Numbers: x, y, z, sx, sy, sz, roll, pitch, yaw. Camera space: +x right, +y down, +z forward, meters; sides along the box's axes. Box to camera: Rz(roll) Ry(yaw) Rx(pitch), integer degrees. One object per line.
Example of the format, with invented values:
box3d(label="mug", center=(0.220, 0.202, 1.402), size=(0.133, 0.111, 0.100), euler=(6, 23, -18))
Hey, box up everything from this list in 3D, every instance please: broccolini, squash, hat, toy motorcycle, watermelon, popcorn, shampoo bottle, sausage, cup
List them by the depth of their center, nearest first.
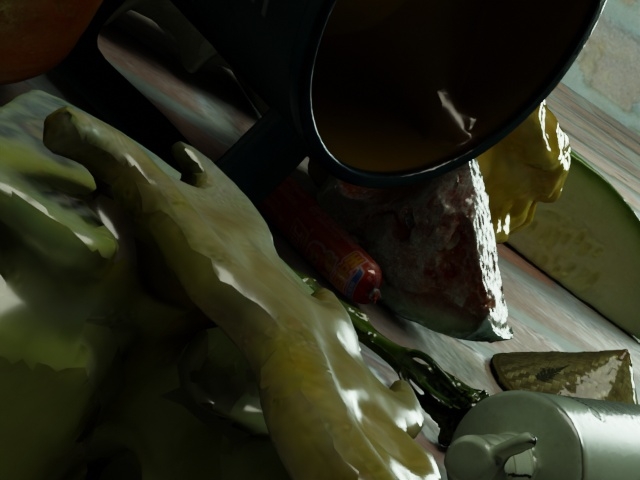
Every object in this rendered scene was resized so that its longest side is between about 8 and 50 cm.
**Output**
box3d(label="toy motorcycle", center=(-0.081, 0.050, 0.553), size=(0.410, 0.169, 0.237), euler=(38, 16, 8))
box3d(label="shampoo bottle", center=(0.145, 0.130, 1.002), size=(0.085, 0.085, 0.262), euler=(45, 17, 30))
box3d(label="broccolini", center=(0.029, 0.053, 1.069), size=(0.218, 0.042, 0.044), euler=(41, 14, 24))
box3d(label="cup", center=(-0.005, -0.190, 1.148), size=(0.242, 0.308, 0.292), euler=(-4, 40, -43))
box3d(label="sausage", center=(0.000, 0.000, 1.180), size=(0.129, 0.034, 0.034), euler=(46, 17, 32))
box3d(label="watermelon", center=(0.061, -0.010, 1.195), size=(0.071, 0.139, 0.187), euler=(-23, 54, -40))
box3d(label="hat", center=(0.197, 0.102, 1.249), size=(0.146, 0.067, 0.146), euler=(34, 14, -10))
box3d(label="popcorn", center=(0.085, -0.096, 1.325), size=(0.250, 0.190, 0.250), euler=(30, -9, 5))
box3d(label="squash", center=(0.196, -0.042, 1.637), size=(0.203, 0.111, 0.289), euler=(14, 28, -53))

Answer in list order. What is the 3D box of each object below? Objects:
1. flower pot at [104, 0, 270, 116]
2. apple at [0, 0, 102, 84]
box3d(label="flower pot", center=(-0.075, -0.265, 1.411), size=(0.367, 0.254, 0.164), euler=(26, 17, -29))
box3d(label="apple", center=(-0.200, -0.187, 1.000), size=(0.196, 0.196, 0.196), euler=(34, 14, -10))
